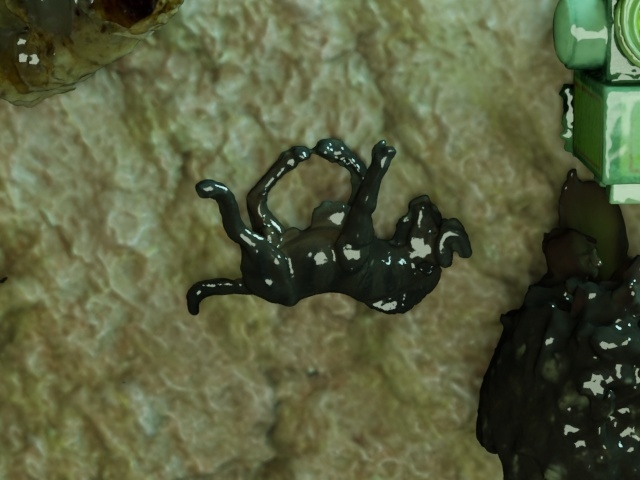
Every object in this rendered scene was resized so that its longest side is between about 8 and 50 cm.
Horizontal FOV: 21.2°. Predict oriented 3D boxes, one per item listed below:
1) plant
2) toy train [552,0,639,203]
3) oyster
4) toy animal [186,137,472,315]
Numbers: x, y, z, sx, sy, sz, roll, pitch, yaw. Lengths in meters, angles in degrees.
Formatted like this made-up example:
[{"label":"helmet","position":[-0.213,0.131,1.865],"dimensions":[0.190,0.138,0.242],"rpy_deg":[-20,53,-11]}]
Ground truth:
[{"label":"plant","position":[0.235,0.095,1.328],"dimensions":[0.178,0.204,0.234],"rpy_deg":[21,100,-26]},{"label":"toy train","position":[0.310,-0.130,1.293],"dimensions":[0.272,0.159,0.188],"rpy_deg":[-1,103,-2]},{"label":"oyster","position":[-0.182,-0.197,1.308],"dimensions":[0.233,0.107,0.161],"rpy_deg":[-20,109,6]},{"label":"toy animal","position":[0.000,0.000,1.355],"dimensions":[0.233,0.084,0.148],"rpy_deg":[-13,103,-1]}]
